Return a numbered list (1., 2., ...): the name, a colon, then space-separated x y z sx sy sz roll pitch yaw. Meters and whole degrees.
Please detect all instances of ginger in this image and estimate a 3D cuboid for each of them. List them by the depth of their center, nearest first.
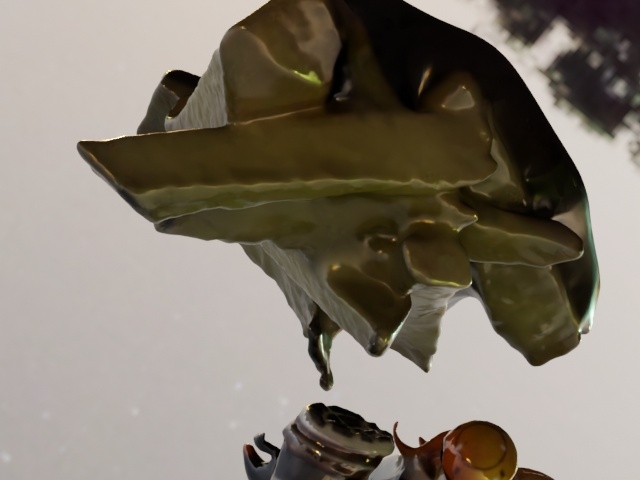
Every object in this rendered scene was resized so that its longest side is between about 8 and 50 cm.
1. ginger: 0.000 0.000 1.335 0.413 0.358 0.211 48 -127 -30

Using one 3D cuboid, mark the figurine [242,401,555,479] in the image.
1. figurine: 0.082 0.258 1.393 0.323 0.320 0.196 16 -126 -14
